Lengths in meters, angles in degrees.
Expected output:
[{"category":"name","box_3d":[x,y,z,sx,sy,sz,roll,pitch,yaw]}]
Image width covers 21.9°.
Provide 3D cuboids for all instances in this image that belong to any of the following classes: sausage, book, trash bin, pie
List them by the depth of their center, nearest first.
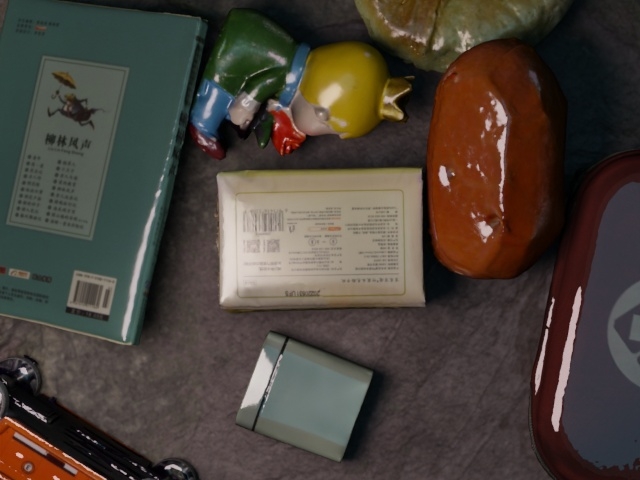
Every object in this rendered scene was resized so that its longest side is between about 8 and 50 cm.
[{"category":"sausage","box_3d":[0.194,-0.090,1.824,0.153,0.141,0.268,8,100,32]},{"category":"trash bin","box_3d":[-0.018,0.178,1.880,0.130,0.059,0.116,21,89,3]},{"category":"book","box_3d":[-0.284,-0.089,1.888,0.264,0.031,0.379,12,87,22]},{"category":"pie","box_3d":[0.163,-0.335,1.899,0.306,0.071,0.306,0,86,5]}]

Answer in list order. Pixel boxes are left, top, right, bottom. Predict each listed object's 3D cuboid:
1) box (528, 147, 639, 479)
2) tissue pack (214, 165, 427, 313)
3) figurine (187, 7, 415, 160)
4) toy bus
[{"category":"box","box_3d":[0.378,0.101,1.841,0.263,0.108,0.404,11,87,4]},{"category":"tissue pack","box_3d":[0.000,0.000,1.858,0.234,0.125,0.159,-2,87,2]},{"category":"figurine","box_3d":[-0.021,-0.152,1.876,0.234,0.127,0.185,22,92,-6]},{"category":"toy bus","box_3d":[-0.292,0.262,1.852,0.329,0.143,0.153,31,98,3]}]
